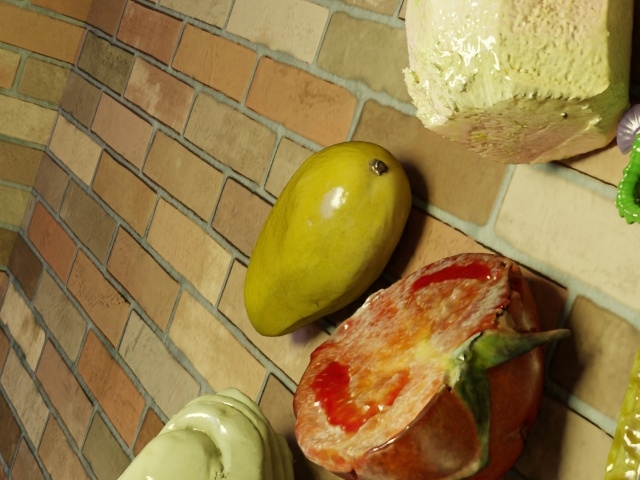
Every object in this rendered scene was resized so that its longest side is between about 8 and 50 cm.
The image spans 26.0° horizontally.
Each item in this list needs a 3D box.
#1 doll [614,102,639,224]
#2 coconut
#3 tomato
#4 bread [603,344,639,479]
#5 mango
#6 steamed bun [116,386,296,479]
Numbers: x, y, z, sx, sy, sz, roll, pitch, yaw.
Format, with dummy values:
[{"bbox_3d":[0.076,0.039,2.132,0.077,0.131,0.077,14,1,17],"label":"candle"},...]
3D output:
[{"bbox_3d":[0.321,-0.102,1.275,0.190,0.050,0.115,-66,30,23],"label":"doll"},{"bbox_3d":[0.195,-0.218,1.385,0.233,0.233,0.245,-27,56,56],"label":"coconut"},{"bbox_3d":[0.117,0.162,1.397,0.309,0.170,0.309,-34,16,11],"label":"tomato"},{"bbox_3d":[0.294,0.157,1.144,0.098,0.087,0.269,18,93,64],"label":"bread"},{"bbox_3d":[0.002,-0.008,1.733,0.331,0.142,0.195,-38,40,54],"label":"mango"},{"bbox_3d":[-0.150,0.371,1.682,0.339,0.247,0.352,-40,-11,-49],"label":"steamed bun"}]
